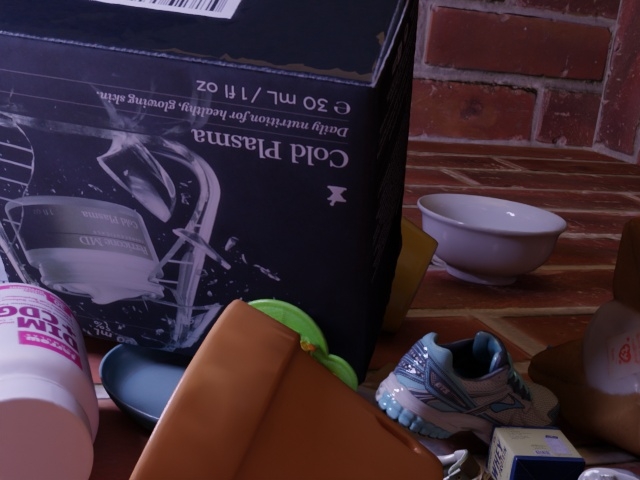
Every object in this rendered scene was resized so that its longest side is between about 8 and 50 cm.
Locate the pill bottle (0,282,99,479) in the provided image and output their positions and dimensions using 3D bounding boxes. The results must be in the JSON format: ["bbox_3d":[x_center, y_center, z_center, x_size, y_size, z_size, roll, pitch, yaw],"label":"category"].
[{"bbox_3d":[-0.314,0.161,1.001,0.160,0.160,0.283,2,16,-20],"label":"pill bottle"}]

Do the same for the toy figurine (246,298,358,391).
[{"bbox_3d":[-0.056,0.171,1.084,0.173,0.130,0.159,32,32,1],"label":"toy figurine"}]

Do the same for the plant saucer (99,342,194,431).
[{"bbox_3d":[-0.118,0.186,1.227,0.317,0.044,0.317,7,15,-2],"label":"plant saucer"}]

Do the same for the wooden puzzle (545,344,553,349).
[{"bbox_3d":[0.402,0.186,1.520,0.116,0.014,0.078,15,17,28],"label":"wooden puzzle"}]

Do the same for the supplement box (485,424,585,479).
[{"bbox_3d":[0.243,0.254,1.110,0.083,0.056,0.083,4,15,-10],"label":"supplement box"}]

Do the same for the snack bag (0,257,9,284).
[{"bbox_3d":[-0.499,0.084,1.440,0.342,0.037,0.323,-5,20,-36],"label":"snack bag"}]

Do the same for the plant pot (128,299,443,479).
[{"bbox_3d":[-0.038,0.220,0.751,0.203,0.291,0.291,26,16,2],"label":"plant pot"}]

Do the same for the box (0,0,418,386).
[{"bbox_3d":[-0.142,-0.111,1.191,0.479,0.472,0.297,9,46,10],"label":"box"}]

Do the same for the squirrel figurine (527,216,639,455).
[{"bbox_3d":[0.540,0.188,1.227,0.370,0.281,0.397,12,26,-25],"label":"squirrel figurine"}]

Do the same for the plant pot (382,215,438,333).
[{"bbox_3d":[0.047,0.027,1.551,0.239,0.254,0.254,25,18,6],"label":"plant pot"}]

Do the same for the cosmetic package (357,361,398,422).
[{"bbox_3d":[0.078,0.201,1.228,0.041,0.060,0.115,15,15,23],"label":"cosmetic package"}]

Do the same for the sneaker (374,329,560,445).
[{"bbox_3d":[0.206,0.177,1.174,0.283,0.122,0.110,12,24,-38],"label":"sneaker"}]

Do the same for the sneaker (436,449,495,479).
[{"bbox_3d":[0.150,0.258,0.994,0.192,0.086,0.064,11,15,12],"label":"sneaker"}]

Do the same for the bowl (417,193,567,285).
[{"bbox_3d":[0.328,0.005,1.924,0.297,0.134,0.298,6,15,-2],"label":"bowl"}]

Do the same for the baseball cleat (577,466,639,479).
[{"bbox_3d":[0.377,0.297,1.030,0.206,0.072,0.109,22,7,32],"label":"baseball cleat"}]
